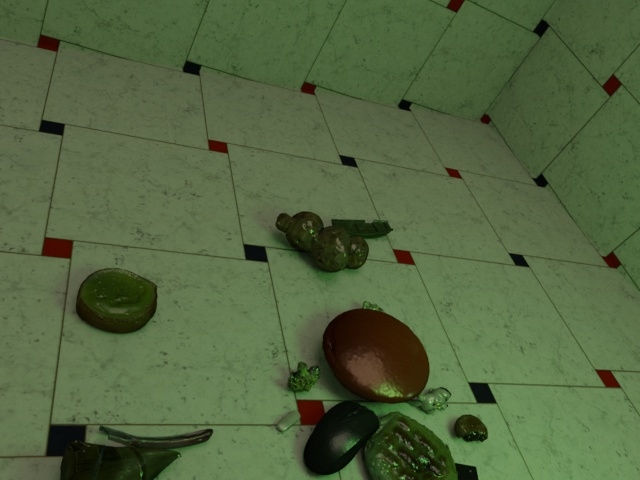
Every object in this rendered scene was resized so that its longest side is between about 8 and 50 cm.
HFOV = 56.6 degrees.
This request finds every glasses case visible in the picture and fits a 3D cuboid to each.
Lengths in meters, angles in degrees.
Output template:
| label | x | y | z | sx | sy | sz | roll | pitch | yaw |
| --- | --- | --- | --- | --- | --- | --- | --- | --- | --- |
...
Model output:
| label | x | y | z | sx | sy | sz | roll | pitch | yaw |
| --- | --- | --- | --- | --- | --- | --- | --- | --- | --- |
| glasses case | -0.090 | 0.513 | 1.688 | 0.032 | 0.021 | 0.083 | 42 | 40 | 16 |

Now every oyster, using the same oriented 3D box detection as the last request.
| label | x | y | z | sx | sy | sz | roll | pitch | yaw |
| --- | --- | --- | --- | --- | --- | --- | --- | --- | --- |
| oyster | 0.194 | 0.282 | 2.107 | 0.148 | 0.051 | 0.103 | 32 | 55 | 9 |

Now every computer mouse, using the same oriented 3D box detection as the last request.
| label | x | y | z | sx | sy | sz | roll | pitch | yaw |
| --- | --- | --- | --- | --- | --- | --- | --- | --- | --- |
| computer mouse | 0.059 | 0.536 | 1.663 | 0.138 | 0.086 | 0.270 | 25 | 39 | 28 |

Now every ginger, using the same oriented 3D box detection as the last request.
| label | x | y | z | sx | sy | sz | roll | pitch | yaw |
| --- | --- | --- | --- | --- | --- | --- | --- | --- | --- |
| ginger | 0.000 | 0.000 | 2.250 | 0.375 | 0.176 | 0.256 | 28 | 19 | 6 |

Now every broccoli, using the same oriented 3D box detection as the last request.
| label | x | y | z | sx | sy | sz | roll | pitch | yaw |
| --- | --- | --- | --- | --- | --- | --- | --- | --- | --- |
| broccoli | -0.049 | 0.407 | 1.786 | 0.097 | 0.091 | 0.095 | 4 | 25 | 1 |

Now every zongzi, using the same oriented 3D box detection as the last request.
| label | x | y | z | sx | sy | sz | roll | pitch | yaw |
| --- | --- | --- | --- | --- | --- | --- | --- | --- | --- |
| zongzi | -0.440 | 0.579 | 1.328 | 0.275 | 0.125 | 0.250 | 12 | 38 | -26 |

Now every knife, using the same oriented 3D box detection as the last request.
| label | x | y | z | sx | sy | sz | roll | pitch | yaw |
| --- | --- | --- | --- | --- | --- | --- | --- | --- | --- |
| knife | -0.409 | 0.497 | 1.500 | 0.278 | 0.053 | 0.123 | 12 | -5 | -30 |

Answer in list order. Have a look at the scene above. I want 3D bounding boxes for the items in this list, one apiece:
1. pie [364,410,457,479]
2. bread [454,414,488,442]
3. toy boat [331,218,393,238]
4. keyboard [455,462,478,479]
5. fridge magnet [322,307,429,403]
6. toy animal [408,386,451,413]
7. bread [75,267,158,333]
| label | x | y | z | sx | sy | sz | roll | pitch | yaw |
| --- | --- | --- | --- | --- | --- | --- | --- | --- | --- |
| pie | 0.260 | 0.631 | 1.699 | 0.307 | 0.071 | 0.306 | 12 | 40 | -10 |
| bread | 0.472 | 0.595 | 1.883 | 0.113 | 0.060 | 0.082 | 16 | 38 | -16 |
| toy boat | 0.167 | -0.051 | 2.491 | 0.293 | 0.055 | 0.093 | 1 | 44 | -30 |
| keyboard | 0.418 | 0.775 | 1.664 | 0.106 | 0.027 | 0.317 | 15 | 38 | -8 |
| fridge magnet | 0.175 | 0.370 | 1.900 | 0.364 | 0.155 | 0.363 | 15 | 37 | -12 |
| toy animal | 0.357 | 0.513 | 1.907 | 0.124 | 0.071 | 0.085 | -13 | 52 | -40 |
| bread | -0.598 | 0.175 | 1.762 | 0.236 | 0.070 | 0.236 | 15 | 37 | -12 |
